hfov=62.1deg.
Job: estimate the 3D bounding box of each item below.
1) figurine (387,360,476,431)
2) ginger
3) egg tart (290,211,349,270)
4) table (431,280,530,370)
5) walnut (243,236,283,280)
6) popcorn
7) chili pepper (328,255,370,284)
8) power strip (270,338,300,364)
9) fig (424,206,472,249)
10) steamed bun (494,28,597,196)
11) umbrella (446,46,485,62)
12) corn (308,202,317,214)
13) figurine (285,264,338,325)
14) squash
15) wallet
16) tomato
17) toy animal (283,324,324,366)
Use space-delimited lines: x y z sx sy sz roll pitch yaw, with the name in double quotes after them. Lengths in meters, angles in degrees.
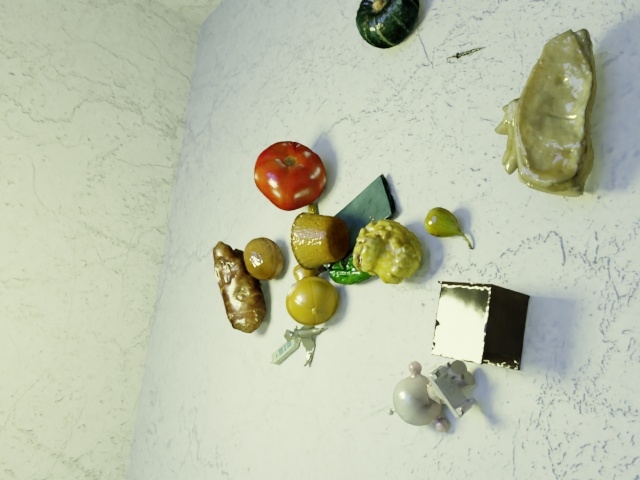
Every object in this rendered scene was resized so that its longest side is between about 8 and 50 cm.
0.292 0.434 1.448 0.257 0.182 0.144 -46 1 41 "figurine"
-0.342 0.213 2.340 0.176 0.254 0.418 -27 70 9 "ginger"
0.000 0.000 1.896 0.171 0.215 0.215 -3 73 34 "egg tart"
0.400 0.215 1.356 0.172 0.169 0.193 -2 76 53 "table"
-0.244 0.077 2.272 0.167 0.167 0.207 -46 52 32 "walnut"
0.205 0.030 1.666 0.200 0.203 0.226 -31 57 47 "popcorn"
0.116 0.106 1.859 0.253 0.083 0.099 -17 61 54 "chili pepper"
-0.144 0.440 2.105 0.191 0.030 0.047 -45 43 32 "power strip"
0.388 -0.032 1.580 0.166 0.093 0.093 33 106 13 "fig"
0.569 -0.298 1.368 0.247 0.189 0.428 1 76 23 "steamed bun"
0.470 -0.613 1.735 0.149 0.022 0.022 -7 113 52 "umbrella"
-0.032 -0.114 2.182 0.037 0.037 0.092 -39 44 38 "corn"
-0.042 0.189 1.949 0.192 0.167 0.257 -27 47 7 "figurine"
0.253 -0.850 1.997 0.252 0.165 0.252 -23 59 44 "squash"
0.124 -0.061 1.944 0.379 0.046 0.191 -41 47 35 "wallet"
-0.127 -0.251 2.172 0.226 0.298 0.299 106 158 -55 "tomato"
-0.058 0.348 1.975 0.155 0.095 0.219 -36 50 45 "toy animal"
